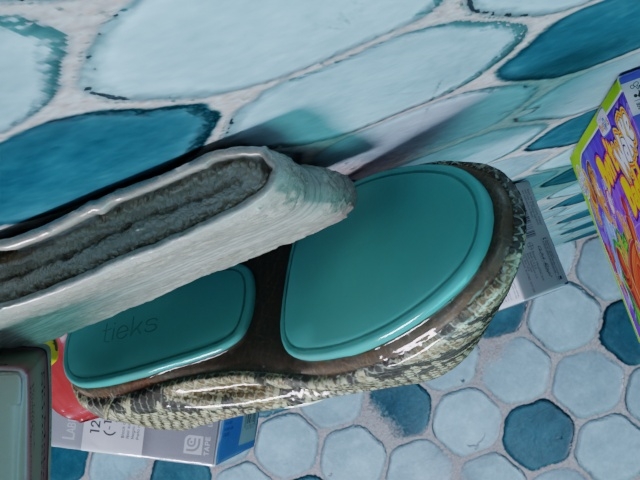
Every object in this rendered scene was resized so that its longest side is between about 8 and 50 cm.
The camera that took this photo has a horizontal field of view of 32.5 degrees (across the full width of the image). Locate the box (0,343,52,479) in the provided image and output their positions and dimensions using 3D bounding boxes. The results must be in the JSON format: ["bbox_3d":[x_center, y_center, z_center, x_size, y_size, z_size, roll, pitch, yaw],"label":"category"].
[{"bbox_3d":[-0.259,0.151,0.769,0.127,0.148,0.232,1,179,-10],"label":"box"}]

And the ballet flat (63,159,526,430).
[{"bbox_3d":[-0.003,0.065,0.872,0.483,0.164,0.182,-20,142,40],"label":"ballet flat"}]

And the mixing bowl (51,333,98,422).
[{"bbox_3d":[-0.221,0.128,1.137,0.182,0.098,0.181,-19,172,-3],"label":"mixing bowl"}]

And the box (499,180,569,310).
[{"bbox_3d":[0.189,0.016,1.225,0.072,0.126,0.137,-16,173,-31],"label":"box"}]

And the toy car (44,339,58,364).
[{"bbox_3d":[-0.369,0.170,1.015,0.225,0.239,0.053,5,151,39],"label":"toy car"}]

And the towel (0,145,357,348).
[{"bbox_3d":[-0.123,0.009,0.707,0.282,0.049,0.187,-22,173,15],"label":"towel"}]

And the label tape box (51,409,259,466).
[{"bbox_3d":[-0.269,0.206,1.419,0.348,0.115,0.249,8,176,8],"label":"label tape box"}]

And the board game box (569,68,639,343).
[{"bbox_3d":[0.306,-0.006,0.937,0.078,0.233,0.347,-20,172,5],"label":"board game box"}]
